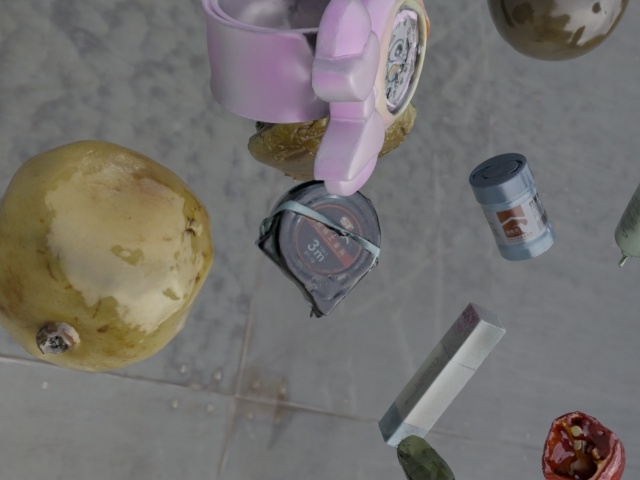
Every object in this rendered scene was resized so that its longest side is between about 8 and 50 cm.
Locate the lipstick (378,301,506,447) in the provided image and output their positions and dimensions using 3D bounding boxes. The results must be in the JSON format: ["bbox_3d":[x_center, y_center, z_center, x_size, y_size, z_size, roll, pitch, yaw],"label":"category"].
[{"bbox_3d":[0.226,0.262,1.831,0.068,0.066,0.317,25,112,-24],"label":"lipstick"}]

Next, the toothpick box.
[{"bbox_3d":[0.318,-0.055,1.599,0.101,0.101,0.153,-53,125,-40],"label":"toothpick box"}]

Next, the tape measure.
[{"bbox_3d":[0.003,-0.004,1.495,0.181,0.107,0.182,-40,103,-9],"label":"tape measure"}]

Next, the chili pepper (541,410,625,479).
[{"bbox_3d":[0.451,0.387,1.665,0.338,0.131,0.134,56,47,-67],"label":"chili pepper"}]

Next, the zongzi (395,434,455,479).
[{"bbox_3d":[0.140,0.292,1.277,0.055,0.109,0.119,-24,152,-14],"label":"zongzi"}]

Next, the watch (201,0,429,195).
[{"bbox_3d":[-0.020,-0.181,0.985,0.248,0.218,0.210,-54,150,-45],"label":"watch"}]

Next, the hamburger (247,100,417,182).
[{"bbox_3d":[0.006,-0.194,1.618,0.211,0.309,0.132,9,64,-59],"label":"hamburger"}]

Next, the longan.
[{"bbox_3d":[0.418,-0.437,1.682,0.258,0.258,0.257,-12,104,-57],"label":"longan"}]

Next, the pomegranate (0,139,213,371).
[{"bbox_3d":[-0.320,0.026,1.380,0.333,0.333,0.332,-12,104,-57],"label":"pomegranate"}]

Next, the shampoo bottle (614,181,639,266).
[{"bbox_3d":[0.577,-0.043,1.696,0.262,0.085,0.085,92,20,-60],"label":"shampoo bottle"}]
